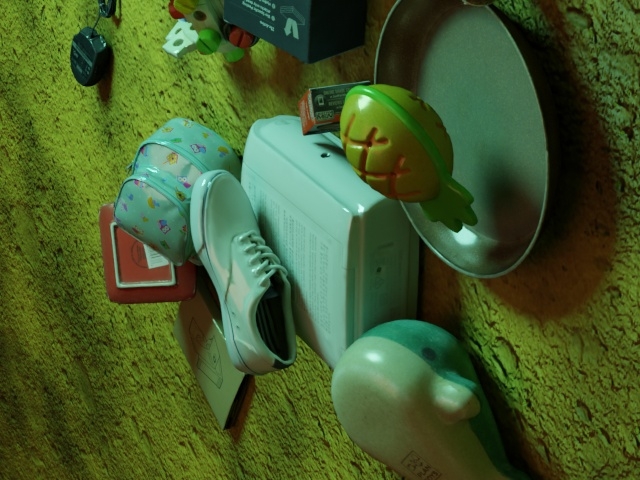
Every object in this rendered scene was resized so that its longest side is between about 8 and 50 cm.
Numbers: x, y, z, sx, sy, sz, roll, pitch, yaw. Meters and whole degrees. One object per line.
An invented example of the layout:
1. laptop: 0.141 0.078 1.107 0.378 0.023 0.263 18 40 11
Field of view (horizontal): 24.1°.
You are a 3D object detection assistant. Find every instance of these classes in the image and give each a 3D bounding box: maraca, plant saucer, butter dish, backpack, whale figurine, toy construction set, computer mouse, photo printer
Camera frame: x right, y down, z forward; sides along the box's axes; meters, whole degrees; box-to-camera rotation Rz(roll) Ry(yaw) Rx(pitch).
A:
1. maraca: 0.091 -0.083 1.526 0.185 0.099 0.127 49 164 -4
2. plant saucer: 0.155 -0.116 1.538 0.310 0.050 0.310 37 134 51
3. butter dish: -0.248 0.012 2.320 0.160 0.118 0.160 -3 95 23
4. backpack: -0.200 -0.071 2.131 0.166 0.144 0.188 34 129 16
5. whale figurine: 0.143 0.201 1.672 0.272 0.141 0.216 42 146 9
6. toy construction set: -0.187 -0.323 1.890 0.327 0.215 0.151 48 -137 -54
7. computer mouse: -0.358 -0.347 2.434 0.071 0.041 0.242 52 139 23
8. photo printer: 0.000 0.000 1.831 0.307 0.107 0.256 39 137 50

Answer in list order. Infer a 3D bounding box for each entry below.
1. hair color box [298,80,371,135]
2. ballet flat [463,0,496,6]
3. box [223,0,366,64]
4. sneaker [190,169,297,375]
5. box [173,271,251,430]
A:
1. hair color box: 0.017 -0.149 1.709 0.141 0.072 0.043 162 100 -85
2. ballet flat: 0.137 -0.341 1.437 0.077 0.091 0.241 175 86 -86
3. box: -0.029 -0.308 1.714 0.156 0.093 0.158 33 132 37
4. sneaker: -0.081 0.036 1.808 0.091 0.094 0.258 -8 102 46
5. box: -0.172 0.174 2.352 0.201 0.021 0.164 60 150 29
